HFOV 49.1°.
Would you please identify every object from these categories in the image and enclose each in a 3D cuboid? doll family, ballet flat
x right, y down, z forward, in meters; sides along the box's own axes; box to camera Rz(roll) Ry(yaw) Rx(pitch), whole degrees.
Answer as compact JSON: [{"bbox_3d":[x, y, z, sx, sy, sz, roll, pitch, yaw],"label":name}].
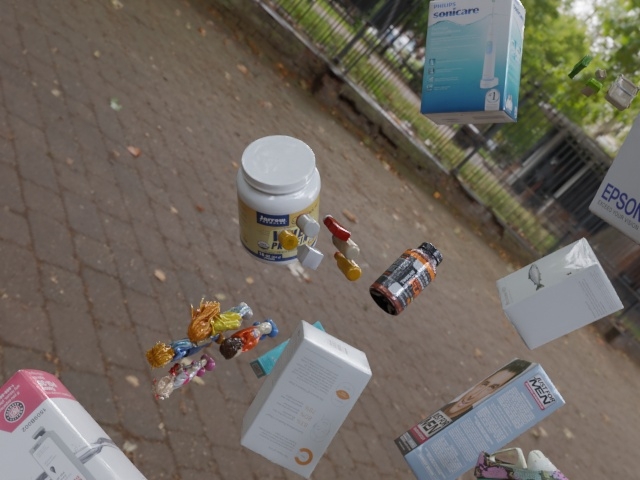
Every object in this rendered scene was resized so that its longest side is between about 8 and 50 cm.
[{"bbox_3d":[-0.215,0.177,1.219,0.118,0.262,0.163,60,25,6],"label":"doll family"},{"bbox_3d":[0.408,0.460,1.411,0.076,0.221,0.079,18,72,-41],"label":"ballet flat"}]

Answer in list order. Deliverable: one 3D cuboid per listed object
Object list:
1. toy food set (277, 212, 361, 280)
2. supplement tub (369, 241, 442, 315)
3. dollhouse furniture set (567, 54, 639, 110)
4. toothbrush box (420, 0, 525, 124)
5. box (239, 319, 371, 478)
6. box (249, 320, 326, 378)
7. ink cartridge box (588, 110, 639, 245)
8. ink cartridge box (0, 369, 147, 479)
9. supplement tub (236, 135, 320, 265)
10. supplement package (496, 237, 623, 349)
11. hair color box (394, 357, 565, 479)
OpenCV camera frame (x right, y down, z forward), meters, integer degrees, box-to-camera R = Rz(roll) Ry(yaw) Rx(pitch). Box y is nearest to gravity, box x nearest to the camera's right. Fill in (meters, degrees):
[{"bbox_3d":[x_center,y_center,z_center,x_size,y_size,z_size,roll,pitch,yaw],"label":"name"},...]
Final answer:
[{"bbox_3d":[0.000,0.000,1.619,0.232,0.111,0.104,22,14,-31],"label":"toy food set"},{"bbox_3d":[0.223,0.092,1.788,0.106,0.198,0.106,41,-19,17],"label":"supplement tub"},{"bbox_3d":[0.651,-0.357,1.618,0.151,0.076,0.058,37,-20,0],"label":"dollhouse furniture set"},{"bbox_3d":[0.381,-0.449,1.750,0.216,0.296,0.126,2,-4,30],"label":"toothbrush box"},{"bbox_3d":[-0.044,0.432,1.924,0.214,0.345,0.168,30,7,-8],"label":"box"},{"bbox_3d":[-0.102,0.350,2.243,0.060,0.244,0.100,59,-28,4],"label":"box"},{"bbox_3d":[0.481,-0.114,0.791,0.071,0.330,0.324,14,20,-17],"label":"ink cartridge box"},{"bbox_3d":[-0.401,0.362,1.025,0.283,0.207,0.117,42,-9,16],"label":"ink cartridge box"},{"bbox_3d":[-0.116,-0.108,1.931,0.228,0.228,0.316,54,-24,34],"label":"supplement tub"},{"bbox_3d":[0.423,0.096,1.253,0.105,0.179,0.105,53,20,-20],"label":"supplement package"},{"bbox_3d":[0.366,0.430,1.652,0.114,0.374,0.185,57,-4,3],"label":"hair color box"}]
